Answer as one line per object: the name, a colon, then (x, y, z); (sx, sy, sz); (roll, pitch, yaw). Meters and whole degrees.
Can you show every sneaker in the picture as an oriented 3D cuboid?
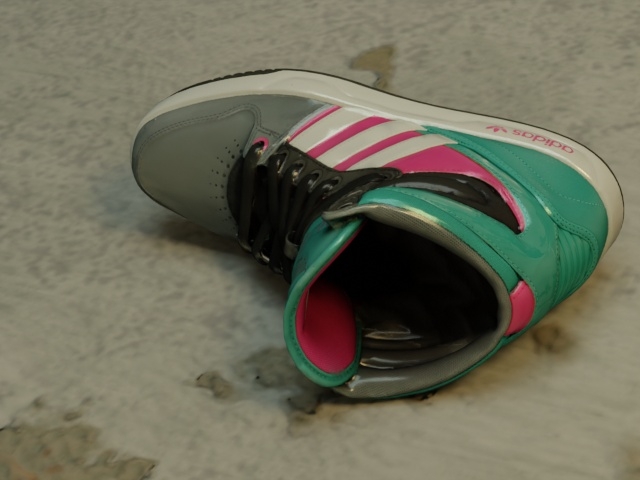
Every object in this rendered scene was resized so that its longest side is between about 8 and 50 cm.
sneaker: (0.000, 0.000, 1.009); (0.296, 0.123, 0.178); (9, 30, 22)
